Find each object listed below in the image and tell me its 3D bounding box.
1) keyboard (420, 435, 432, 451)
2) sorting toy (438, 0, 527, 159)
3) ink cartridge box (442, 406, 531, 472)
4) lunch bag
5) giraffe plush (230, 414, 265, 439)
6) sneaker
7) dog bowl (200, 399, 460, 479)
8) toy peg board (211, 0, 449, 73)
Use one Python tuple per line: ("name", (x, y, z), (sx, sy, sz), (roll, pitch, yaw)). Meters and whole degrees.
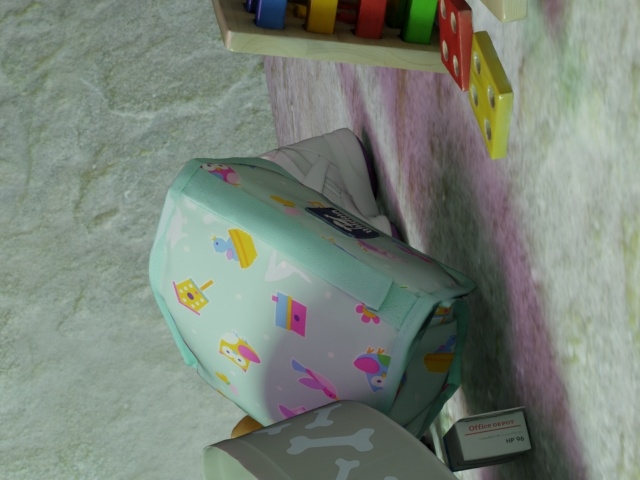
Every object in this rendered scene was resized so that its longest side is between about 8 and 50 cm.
("keyboard", (0.121, 0.367, 1.338), (0.201, 0.033, 0.317), (136, 126, -76))
("sorting toy", (0.087, -0.180, 0.598), (0.132, 0.046, 0.275), (-110, 12, -62))
("ink cartridge box", (0.115, 0.138, 0.868), (0.083, 0.048, 0.028), (95, 164, -72))
("lunch bag", (-0.004, 0.053, 0.968), (0.223, 0.160, 0.262), (32, 157, 19))
("giraffe plush", (0.026, 0.191, 1.215), (0.170, 0.181, 0.210), (24, 139, 56))
("sneaker", (0.000, 0.000, 1.306), (0.305, 0.152, 0.114), (-109, 12, -52))
("dog bowl", (0.055, 0.261, 0.839), (0.349, 0.102, 0.349), (50, 160, 26))
("toy peg board", (0.009, -0.187, 0.895), (0.161, 0.160, 0.079), (-110, 27, -63))
